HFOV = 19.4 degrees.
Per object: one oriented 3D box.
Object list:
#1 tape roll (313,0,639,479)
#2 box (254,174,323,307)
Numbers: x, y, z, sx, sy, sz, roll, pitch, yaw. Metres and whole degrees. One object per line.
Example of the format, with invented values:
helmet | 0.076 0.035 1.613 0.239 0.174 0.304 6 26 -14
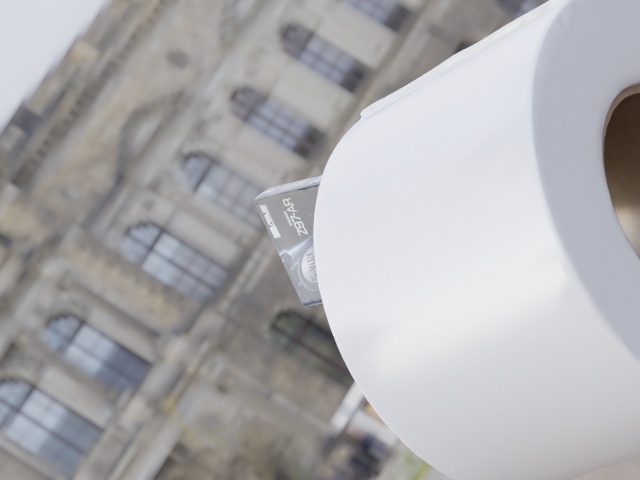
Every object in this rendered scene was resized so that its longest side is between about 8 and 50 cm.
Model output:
tape roll | 0.140 0.003 1.036 0.169 0.246 0.246 -28 18 43
box | 0.000 0.000 1.232 0.067 0.083 0.018 -11 19 44
